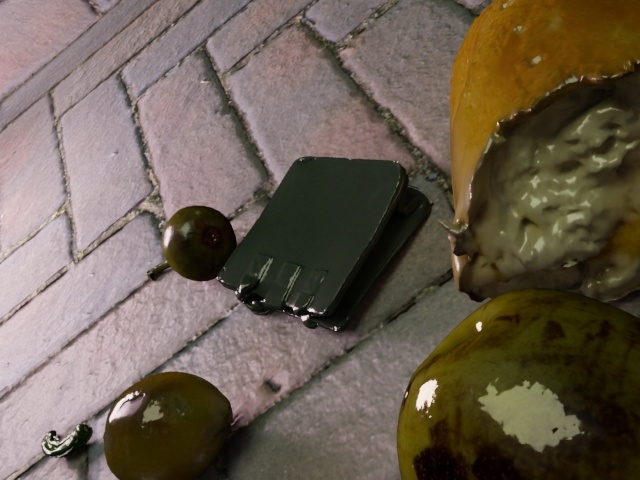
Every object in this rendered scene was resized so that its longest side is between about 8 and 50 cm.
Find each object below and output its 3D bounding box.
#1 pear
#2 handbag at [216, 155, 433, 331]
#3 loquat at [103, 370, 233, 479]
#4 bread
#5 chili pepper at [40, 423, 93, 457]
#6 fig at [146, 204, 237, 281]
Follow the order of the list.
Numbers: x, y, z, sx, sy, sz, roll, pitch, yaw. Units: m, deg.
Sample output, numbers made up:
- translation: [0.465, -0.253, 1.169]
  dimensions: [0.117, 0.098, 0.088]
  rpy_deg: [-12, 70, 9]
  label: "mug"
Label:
- translation: [0.197, 0.174, 0.664]
  dimensions: [0.283, 0.283, 0.284]
  rpy_deg: [-24, 41, 23]
  label: "pear"
- translation: [0.001, 0.001, 1.173]
  dimensions: [0.247, 0.079, 0.260]
  rpy_deg: [12, 63, 48]
  label: "handbag"
- translation: [-0.196, 0.245, 1.063]
  dimensions: [0.195, 0.152, 0.152]
  rpy_deg: [-17, 44, 18]
  label: "loquat"
- translation: [0.284, -0.154, 0.925]
  dimensions: [0.361, 0.250, 0.394]
  rpy_deg: [-24, 40, 22]
  label: "bread"
- translation: [-0.396, 0.315, 1.264]
  dimensions: [0.118, 0.035, 0.055]
  rpy_deg: [-19, 29, 42]
  label: "chili pepper"
- translation: [-0.223, 0.024, 1.352]
  dimensions: [0.236, 0.124, 0.124]
  rpy_deg: [-33, 31, 52]
  label: "fig"
